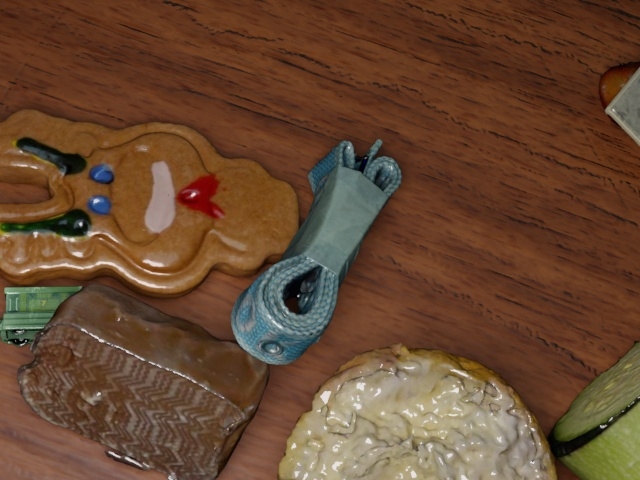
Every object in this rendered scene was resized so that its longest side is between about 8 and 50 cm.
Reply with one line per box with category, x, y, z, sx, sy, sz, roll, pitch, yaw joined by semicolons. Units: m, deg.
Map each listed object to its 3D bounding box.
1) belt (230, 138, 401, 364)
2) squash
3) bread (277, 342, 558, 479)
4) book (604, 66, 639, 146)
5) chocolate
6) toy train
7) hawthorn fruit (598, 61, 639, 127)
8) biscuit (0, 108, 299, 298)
belt;0.000;0.000;1.210;0.087;0.072;0.302;32;44;-3
squash;0.332;0.165;1.173;0.220;0.220;0.133;-41;78;-20
bread;0.085;0.235;1.148;0.274;0.149;0.274;3;74;-11
book;0.483;-0.108;1.367;0.310;0.021;0.217;44;69;-6
chocolate;-0.166;0.130;1.152;0.214;0.148;0.093;28;37;-1
toy train;-0.273;0.074;1.215;0.093;0.038;0.056;-1;63;-8
hawthorn fruit;0.349;-0.164;1.382;0.077;0.077;0.077;3;69;-7
biscuit;-0.186;-0.038;1.249;0.334;0.047;0.202;7;60;-10
